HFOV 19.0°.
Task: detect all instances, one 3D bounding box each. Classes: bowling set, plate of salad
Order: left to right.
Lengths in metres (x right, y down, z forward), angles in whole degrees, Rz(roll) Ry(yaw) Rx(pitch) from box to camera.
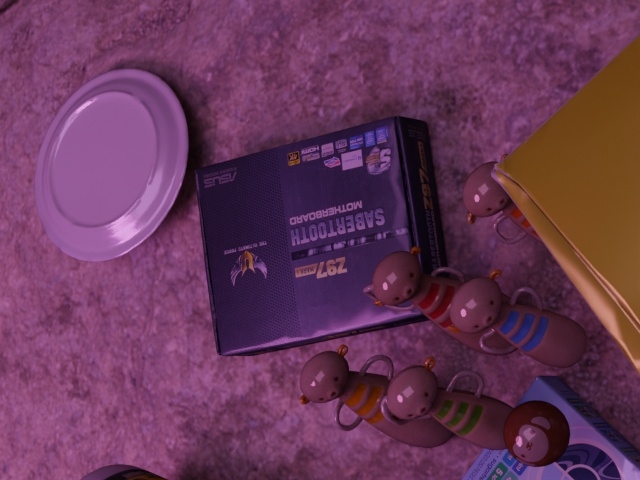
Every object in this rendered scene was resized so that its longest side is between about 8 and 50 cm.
[{"bbox_3d":[-0.205,-0.074,1.911,0.200,0.048,0.199,-11,70,32],"label":"plate of salad"},{"bbox_3d":[0.125,0.085,1.574,0.287,0.154,0.200,-58,28,15],"label":"bowling set"}]

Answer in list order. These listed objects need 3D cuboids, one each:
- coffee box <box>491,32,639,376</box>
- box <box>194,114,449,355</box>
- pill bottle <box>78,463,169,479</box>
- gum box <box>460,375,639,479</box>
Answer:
[{"bbox_3d":[0.395,-0.019,1.334,0.337,0.334,0.338,-44,65,23],"label":"coffee box"},{"bbox_3d":[0.000,0.000,1.761,0.233,0.059,0.183,-13,81,32],"label":"box"},{"bbox_3d":[-0.089,0.339,1.718,0.334,0.188,0.188,19,97,33],"label":"pill bottle"},{"bbox_3d":[0.210,0.232,1.614,0.184,0.041,0.157,44,109,28],"label":"gum box"}]
